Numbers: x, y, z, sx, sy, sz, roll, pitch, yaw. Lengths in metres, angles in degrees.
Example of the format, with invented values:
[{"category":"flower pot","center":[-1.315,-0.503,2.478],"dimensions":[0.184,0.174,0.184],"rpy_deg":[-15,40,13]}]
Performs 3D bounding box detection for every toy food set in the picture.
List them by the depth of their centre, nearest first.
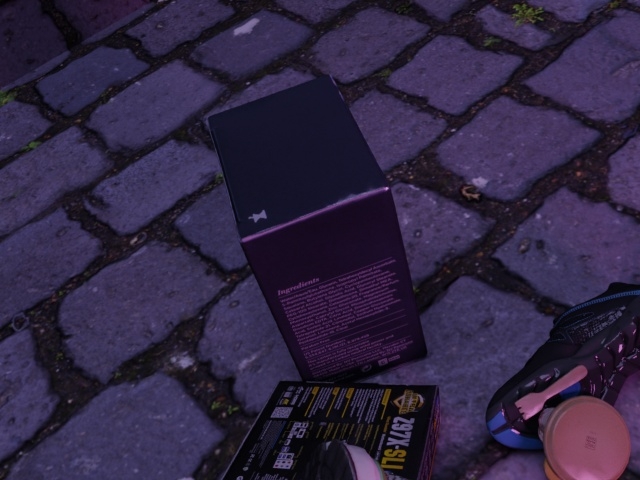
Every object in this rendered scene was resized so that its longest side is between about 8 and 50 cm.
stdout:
[{"category":"toy food set","center":[0.354,0.275,0.984],"dimensions":[0.132,0.038,0.192],"rpy_deg":[-29,84,-10]}]

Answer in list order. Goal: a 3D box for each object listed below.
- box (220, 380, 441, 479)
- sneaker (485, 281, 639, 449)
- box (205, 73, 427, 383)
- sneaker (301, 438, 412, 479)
[{"category":"box","center":[0.018,0.305,0.984],"dimensions":[0.257,0.079,0.322],"rpy_deg":[0,21,15]},{"category":"sneaker","center":[0.379,0.182,1.073],"dimensions":[0.340,0.125,0.139],"rpy_deg":[-31,19,-8]},{"category":"box","center":[0.000,0.000,1.145],"dimensions":[0.211,0.396,0.294],"rpy_deg":[-20,46,-1]},{"category":"sneaker","center":[0.035,0.387,0.764],"dimensions":[0.182,0.410,0.158],"rpy_deg":[13,35,-11]}]
